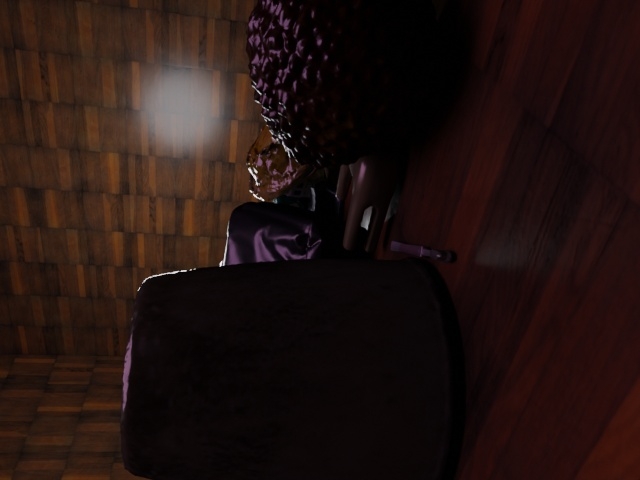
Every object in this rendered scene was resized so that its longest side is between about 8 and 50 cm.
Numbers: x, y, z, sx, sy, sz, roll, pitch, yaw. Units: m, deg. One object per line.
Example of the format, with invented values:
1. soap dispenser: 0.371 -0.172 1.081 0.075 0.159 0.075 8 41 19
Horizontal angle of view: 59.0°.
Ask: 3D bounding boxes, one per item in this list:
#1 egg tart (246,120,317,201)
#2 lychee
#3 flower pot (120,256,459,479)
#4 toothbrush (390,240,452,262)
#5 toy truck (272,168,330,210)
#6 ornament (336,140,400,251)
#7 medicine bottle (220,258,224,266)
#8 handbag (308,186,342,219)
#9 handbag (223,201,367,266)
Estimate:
1. egg tart: -0.073 -0.216 1.228 0.290 0.107 0.291 -34 37 31
2. lychee: 0.026 -0.207 0.666 0.271 0.235 0.236 107 163 -52
3. flower pot: -0.046 0.162 0.660 0.293 0.330 0.294 -178 90 -81
4. toothbrush: 0.116 0.012 0.677 0.194 0.017 0.014 -159 79 -82
5. toy truck: -0.053 -0.081 1.368 0.114 0.124 0.253 -103 18 -49
6. ornament: 0.071 -0.144 0.851 0.230 0.061 0.245 -97 17 -55
7. medicine bottle: -0.137 0.174 1.406 0.252 0.240 0.253 -177 90 -79
8. handbag: 0.000 0.000 1.218 0.179 0.062 0.229 -146 59 -82
9. handbag: -0.050 0.080 1.020 0.301 0.177 0.275 17 101 55
